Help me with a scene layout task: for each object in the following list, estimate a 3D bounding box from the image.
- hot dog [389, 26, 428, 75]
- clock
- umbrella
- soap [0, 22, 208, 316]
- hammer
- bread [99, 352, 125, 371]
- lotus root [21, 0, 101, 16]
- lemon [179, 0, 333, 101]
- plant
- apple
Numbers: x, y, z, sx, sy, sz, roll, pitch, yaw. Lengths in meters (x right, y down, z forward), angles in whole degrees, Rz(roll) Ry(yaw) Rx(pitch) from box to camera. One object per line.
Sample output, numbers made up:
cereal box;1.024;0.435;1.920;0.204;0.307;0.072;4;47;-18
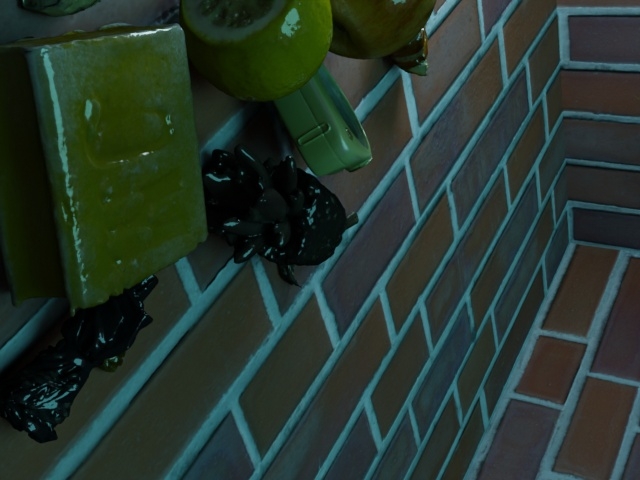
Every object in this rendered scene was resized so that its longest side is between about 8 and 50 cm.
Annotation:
hot dog;0.189;-0.462;1.889;0.213;0.103;0.146;65;22;-57
clock;0.006;-0.225;1.544;0.235;0.096;0.308;61;14;8
umbrella;-0.318;0.146;1.129;0.110;0.122;0.272;43;70;-7
soap;-0.291;-0.109;1.107;0.293;0.156;0.334;-29;121;-54
hammer;0.001;0.000;1.761;0.297;0.027;0.125;-36;128;-51
bread;-0.310;0.157;1.266;0.049;0.034;0.087;42;61;-62
lotus root;-0.304;-0.357;1.073;0.144;0.070;0.143;-33;140;-60
lemon;-0.092;-0.330;1.307;0.219;0.241;0.240;52;53;-64
plant;-0.090;-0.044;1.442;0.321;0.182;0.194;22;84;-58
apple;0.073;-0.464;1.521;0.233;0.286;0.286;-61;145;-18
